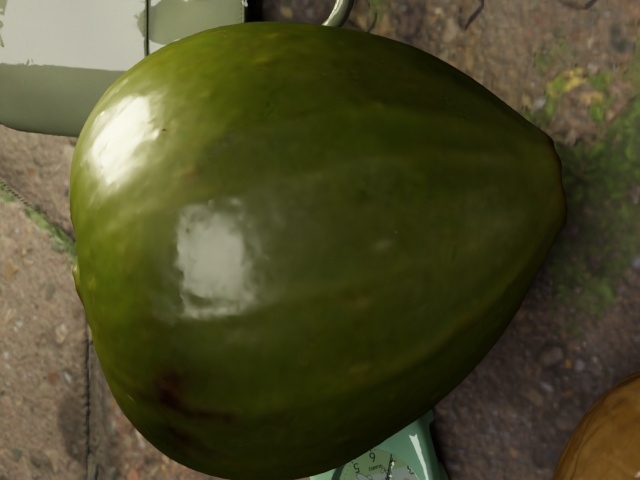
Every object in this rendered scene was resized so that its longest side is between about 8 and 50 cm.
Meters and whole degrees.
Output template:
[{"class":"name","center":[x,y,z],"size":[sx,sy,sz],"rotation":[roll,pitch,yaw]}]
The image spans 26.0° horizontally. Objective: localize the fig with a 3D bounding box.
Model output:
[{"class":"fig","center":[0.000,0.000,0.880],"size":[0.316,0.316,0.316],"rotation":[4,97,29]}]

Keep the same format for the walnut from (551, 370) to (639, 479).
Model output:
[{"class":"walnut","center":[0.215,0.166,0.832],"size":[0.165,0.165,0.197],"rotation":[21,104,26]}]

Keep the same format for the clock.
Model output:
[{"class":"clock","center":[0.050,0.188,1.000],"size":[0.101,0.041,0.135],"rotation":[-19,87,29]}]

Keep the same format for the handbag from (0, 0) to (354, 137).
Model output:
[{"class":"handbag","center":[-0.118,-0.188,1.048],"size":[0.315,0.109,0.241],"rotation":[0,97,16]}]
